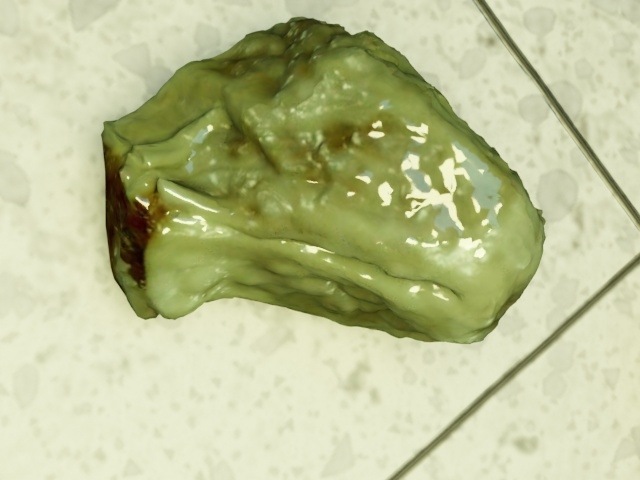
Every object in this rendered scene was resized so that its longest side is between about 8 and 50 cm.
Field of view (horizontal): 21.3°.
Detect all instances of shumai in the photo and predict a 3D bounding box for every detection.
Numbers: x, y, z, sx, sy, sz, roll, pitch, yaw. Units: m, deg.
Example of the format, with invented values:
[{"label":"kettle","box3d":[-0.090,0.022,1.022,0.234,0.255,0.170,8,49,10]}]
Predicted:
[{"label":"shumai","box3d":[0.000,0.000,1.055,0.261,0.225,0.222,37,74,31]}]
